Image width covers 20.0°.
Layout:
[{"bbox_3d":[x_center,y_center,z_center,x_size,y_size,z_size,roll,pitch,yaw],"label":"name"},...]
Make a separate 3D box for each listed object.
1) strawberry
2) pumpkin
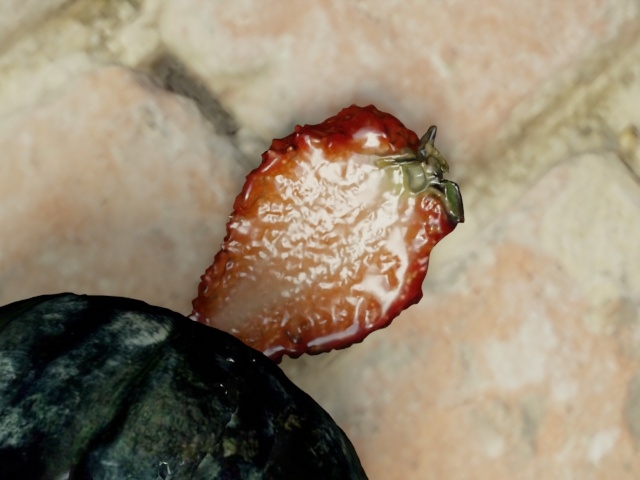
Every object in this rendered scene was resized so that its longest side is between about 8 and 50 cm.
[{"bbox_3d":[0.000,-0.001,0.861,0.152,0.048,0.104,-37,102,6],"label":"strawberry"},{"bbox_3d":[-0.085,0.126,0.758,0.233,0.233,0.163,32,60,-7],"label":"pumpkin"}]
